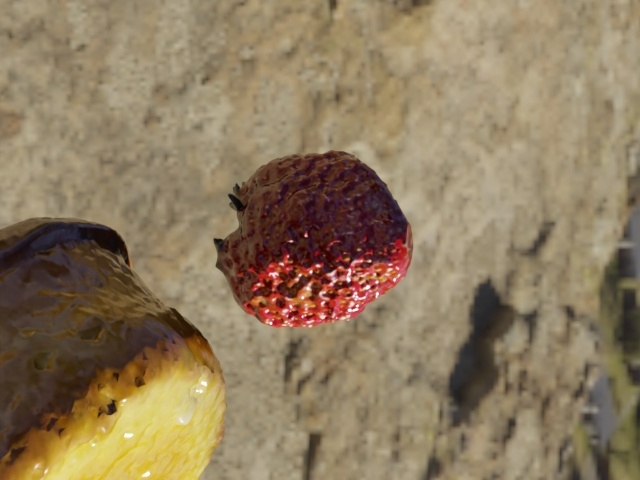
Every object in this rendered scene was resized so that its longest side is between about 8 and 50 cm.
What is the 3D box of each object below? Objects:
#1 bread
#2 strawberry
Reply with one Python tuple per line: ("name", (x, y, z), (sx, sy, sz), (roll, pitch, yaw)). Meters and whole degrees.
("bread", (-0.195, 0.132, 0.908), (0.312, 0.172, 0.312), (-46, 158, -25))
("strawberry", (0.001, -0.002, 1.074), (0.131, 0.148, 0.131), (-5, 90, -72))
